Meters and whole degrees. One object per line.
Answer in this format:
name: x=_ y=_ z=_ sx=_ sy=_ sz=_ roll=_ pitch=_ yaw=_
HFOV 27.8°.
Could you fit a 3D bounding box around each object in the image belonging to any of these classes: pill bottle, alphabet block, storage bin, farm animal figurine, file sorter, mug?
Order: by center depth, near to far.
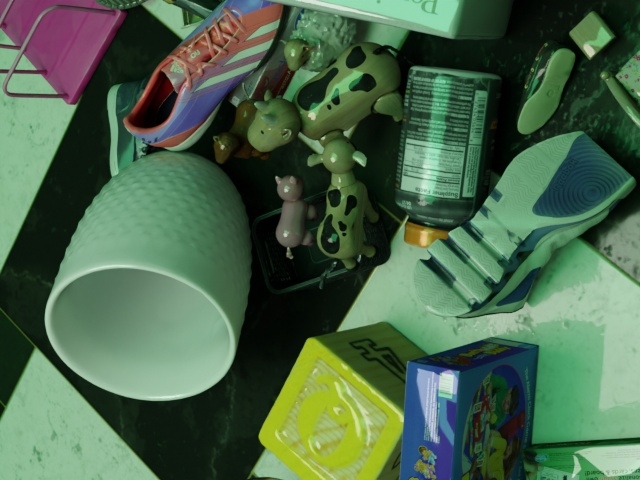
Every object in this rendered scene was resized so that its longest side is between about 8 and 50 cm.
pill bottle: x=0.170 y=-0.111 z=1.775 sx=0.130 sy=0.130 sz=0.245 roll=13 pitch=102 yaw=33
farm animal figurine: x=-0.001 y=-0.151 z=1.797 sx=0.326 sy=0.172 sz=0.330 roll=-49 pitch=60 yaw=2
alphabet block: x=0.066 y=0.249 z=1.838 sx=0.193 sy=0.197 sz=0.192 roll=36 pitch=114 yaw=27
storage bin: x=0.000 y=0.000 z=1.932 sx=0.180 sy=0.084 sz=0.122 roll=-20 pitch=83 yaw=35
mug: x=-0.233 y=0.064 z=1.970 sx=0.276 sy=0.328 sz=0.374 roll=1 pitch=131 yaw=7
file sorter: x=-0.516 y=-0.401 z=2.198 sx=0.290 sy=0.182 sz=0.202 roll=47 pitch=117 yaw=23

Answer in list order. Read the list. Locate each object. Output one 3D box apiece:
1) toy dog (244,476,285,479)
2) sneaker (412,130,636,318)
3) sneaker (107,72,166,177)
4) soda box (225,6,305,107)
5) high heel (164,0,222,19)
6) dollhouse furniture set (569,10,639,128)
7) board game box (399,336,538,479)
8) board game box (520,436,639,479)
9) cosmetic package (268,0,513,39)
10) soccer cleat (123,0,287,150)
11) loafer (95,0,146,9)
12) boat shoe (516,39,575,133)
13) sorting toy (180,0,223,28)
toy dog: x=-0.078 y=0.529 z=1.858 sx=0.285 sy=0.395 sz=0.407 roll=19 pitch=114 yaw=41
sneaker: x=0.262 y=-0.003 z=1.727 sx=0.315 sy=0.182 sz=0.127 roll=-39 pitch=71 yaw=0
sneaker: x=-0.263 y=-0.161 z=2.100 sx=0.163 sy=0.086 sz=0.226 roll=-12 pitch=86 yaw=38
soda box: x=-0.066 y=-0.324 z=1.950 sx=0.092 sy=0.083 sz=0.263 roll=40 pitch=114 yaw=25
high heel: x=-0.166 y=-0.450 z=1.949 sx=0.186 sy=0.093 sz=0.261 roll=31 pitch=127 yaw=6
dollhouse furniture set: x=0.482 y=-0.223 z=1.522 sx=0.303 sy=0.174 sz=0.355 roll=-46 pitch=69 yaw=28
board game box: x=0.196 y=0.319 z=1.731 sx=0.078 sy=0.233 sz=0.347 roll=8 pitch=98 yaw=34
board game box: x=0.427 y=0.365 z=1.688 sx=0.317 sy=0.046 sz=0.213 roll=-9 pitch=89 yaw=35
cosmetic package: x=0.095 y=-0.477 z=1.635 sx=0.330 sy=0.327 sz=0.393 roll=15 pitch=103 yaw=15
soccer cleat: x=-0.166 y=-0.264 z=1.893 sx=0.108 sy=0.116 sz=0.318 roll=48 pitch=110 yaw=23
loafer: x=-0.277 y=-0.473 z=2.094 sx=0.251 sy=0.094 sz=0.087 roll=-37 pitch=48 yaw=22
boat shoe: x=0.297 y=-0.205 z=1.734 sx=0.042 sy=0.049 sz=0.133 roll=58 pitch=134 yaw=50
sorting toy: x=-0.187 y=-0.382 z=2.058 sx=0.075 sy=0.045 sz=0.083 roll=-9 pitch=87 yaw=27
